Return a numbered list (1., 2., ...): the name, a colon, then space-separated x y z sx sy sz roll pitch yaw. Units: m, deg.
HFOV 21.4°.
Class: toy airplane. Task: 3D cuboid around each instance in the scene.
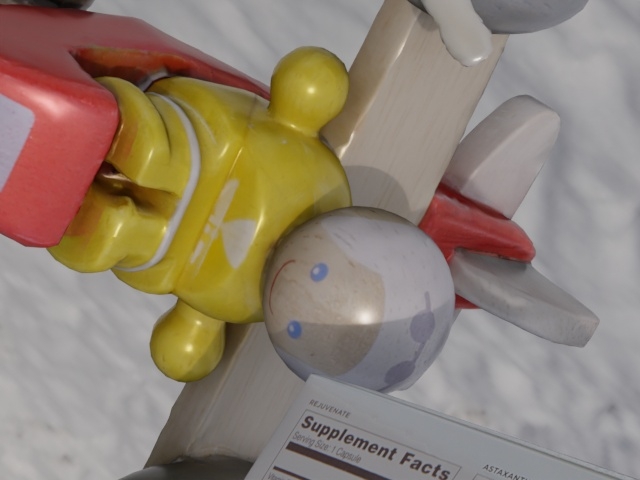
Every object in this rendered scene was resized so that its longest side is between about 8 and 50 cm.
1. toy airplane: 0.000 0.000 0.847 0.272 0.384 0.386 48 158 56

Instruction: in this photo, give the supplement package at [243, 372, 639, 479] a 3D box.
1. supplement package: 0.045 0.226 0.617 0.198 0.262 0.199 14 155 46
